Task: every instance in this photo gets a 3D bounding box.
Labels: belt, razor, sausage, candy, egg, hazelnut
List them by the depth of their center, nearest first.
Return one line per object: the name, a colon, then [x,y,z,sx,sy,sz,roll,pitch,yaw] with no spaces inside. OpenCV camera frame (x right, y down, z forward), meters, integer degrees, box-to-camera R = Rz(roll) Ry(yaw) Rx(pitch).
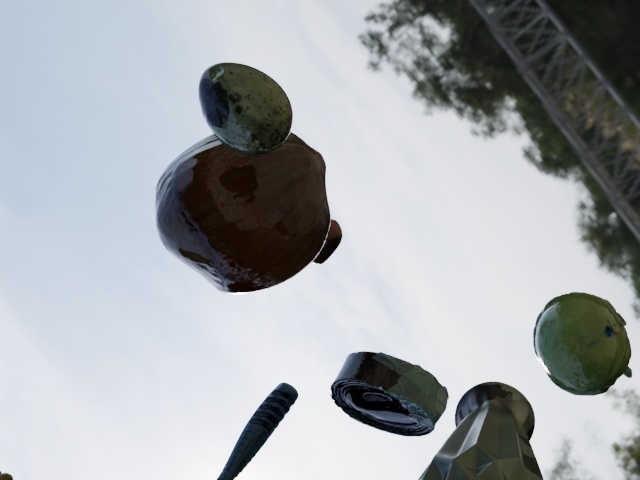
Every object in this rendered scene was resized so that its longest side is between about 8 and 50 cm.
candy: [0.292,0.120,1.066,0.093,0.092,0.335,35,-176,28]
egg: [-0.079,-0.137,1.070,0.110,0.085,0.085,44,-161,-3]
hazelnut: [-0.097,-0.046,1.230,0.186,0.210,0.210,0,-130,-37]
razor: [-0.111,0.288,1.331,0.082,0.253,0.042,44,161,-16]
belt: [0.116,0.253,1.721,0.078,0.199,0.151,-59,-34,-33]
sausage: [0.000,0.000,1.855,0.059,0.094,0.054,1,-135,-46]

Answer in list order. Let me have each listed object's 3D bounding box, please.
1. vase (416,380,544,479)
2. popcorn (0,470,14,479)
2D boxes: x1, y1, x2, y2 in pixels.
vase: [0.209,0.289,1.310,0.165,0.165,0.360,51,-164,0]
popcorn: [-0.550,0.417,1.535,0.249,0.249,0.225,51,174,1]
